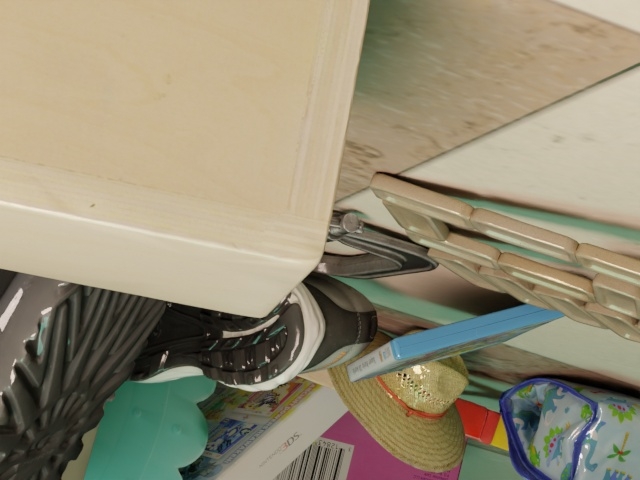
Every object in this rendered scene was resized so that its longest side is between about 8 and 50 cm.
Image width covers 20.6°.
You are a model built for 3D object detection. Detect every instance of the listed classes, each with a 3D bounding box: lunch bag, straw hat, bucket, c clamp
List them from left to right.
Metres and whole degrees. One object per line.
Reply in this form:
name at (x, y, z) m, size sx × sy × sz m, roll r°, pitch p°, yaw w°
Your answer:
bucket at (-0.244, 0.156, 1.536) m, size 0.183 × 0.281 × 0.281 m, roll 28°, pitch 163°, yaw -32°
c clamp at (0.000, 0.000, 1.100) m, size 0.137 × 0.022 × 0.160 m, roll 13°, pitch 168°, yaw -20°
straw hat at (0.076, 0.103, 1.357) m, size 0.144 × 0.144 × 0.061 m, roll 23°, pitch 126°, yaw -34°
lunch bag at (0.225, 0.163, 1.417) m, size 0.128 × 0.096 × 0.151 m, roll 19°, pitch -174°, yaw -20°

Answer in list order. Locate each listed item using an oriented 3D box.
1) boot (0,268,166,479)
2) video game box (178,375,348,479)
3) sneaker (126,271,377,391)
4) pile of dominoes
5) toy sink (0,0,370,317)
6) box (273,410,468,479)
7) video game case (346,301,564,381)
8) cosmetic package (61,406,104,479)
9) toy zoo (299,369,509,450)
boot at (-0.329, -0.007, 1.042) m, size 0.445 × 0.367 × 0.146 m, roll 34°, pitch -165°, yaw 17°
video game box at (-0.094, 0.178, 1.645) m, size 0.187 × 0.205 × 0.048 m, roll 0°, pitch 121°, yaw 47°
sneaker at (-0.072, 0.057, 1.262) m, size 0.108 × 0.100 × 0.271 m, roll 1°, pitch -176°, yaw -42°
pile of dominoes at (0.166, 0.017, 0.984) m, size 0.251 × 0.040 × 0.196 m, roll 20°, pitch 171°, yaw 18°
toy sink at (-0.112, -0.063, 0.663) m, size 0.234 × 0.131 × 0.153 m, roll 11°, pitch 169°, yaw -6°
box at (0.043, 0.263, 2.027) m, size 0.213 × 0.117 × 0.243 m, roll 14°, pitch 169°, yaw 1°
video game case at (0.088, 0.066, 1.167) m, size 0.119 × 0.015 × 0.166 m, roll -13°, pitch 173°, yaw -11°
cosmetic package at (-0.233, 0.105, 1.180) m, size 0.153 × 0.296 × 0.129 m, roll 11°, pitch 170°, yaw 12°
toy zoo at (0.084, 0.139, 1.534) m, size 0.293 × 0.030 × 0.192 m, roll 22°, pitch 176°, yaw -34°
